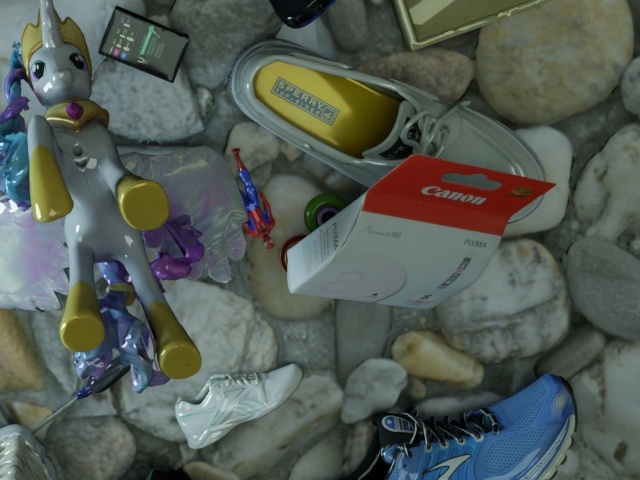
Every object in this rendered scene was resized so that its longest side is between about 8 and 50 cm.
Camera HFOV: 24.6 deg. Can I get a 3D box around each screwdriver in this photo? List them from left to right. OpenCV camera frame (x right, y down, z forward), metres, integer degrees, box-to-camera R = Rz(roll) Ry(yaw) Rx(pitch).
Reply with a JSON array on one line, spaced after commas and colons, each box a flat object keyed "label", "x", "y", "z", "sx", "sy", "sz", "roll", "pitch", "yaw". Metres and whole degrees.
[{"label": "screwdriver", "x": -0.278, "y": 0.178, "z": 1.610, "sx": 0.170, "sy": 0.024, "sz": 0.025, "roll": -33, "pitch": 74, "yaw": 6}]

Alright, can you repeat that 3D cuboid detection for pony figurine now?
[{"label": "pony figurine", "x": -0.210, "y": -0.025, "z": 1.413, "sx": 0.303, "sy": 0.363, "sz": 0.351, "roll": -15, "pitch": 130, "yaw": -9}]

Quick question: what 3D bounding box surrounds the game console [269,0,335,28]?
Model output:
[{"label": "game console", "x": 0.000, "y": -0.397, "z": 1.429, "sx": 0.293, "sy": 0.250, "sz": 0.173, "roll": -42, "pitch": 125, "yaw": 13}]

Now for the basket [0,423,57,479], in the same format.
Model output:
[{"label": "basket", "x": -0.380, "y": 0.423, "z": 1.506, "sx": 0.328, "sy": 0.266, "sz": 0.331, "roll": -26, "pitch": 105, "yaw": -5}]

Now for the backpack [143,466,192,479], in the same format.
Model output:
[{"label": "backpack", "x": -0.148, "y": 0.351, "z": 1.571, "sx": 0.166, "sy": 0.188, "sz": 0.144, "roll": 35, "pitch": 94, "yaw": -13}]

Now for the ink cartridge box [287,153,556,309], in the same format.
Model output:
[{"label": "ink cartridge box", "x": 0.102, "y": 0.000, "z": 1.501, "sx": 0.189, "sy": 0.232, "sz": 0.066, "roll": 9, "pitch": 65, "yaw": -32}]

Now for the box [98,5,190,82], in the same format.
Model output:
[{"label": "box", "x": -0.184, "y": -0.204, "z": 1.522, "sx": 0.083, "sy": 0.062, "sz": 0.052, "roll": 20, "pitch": 98, "yaw": -11}]

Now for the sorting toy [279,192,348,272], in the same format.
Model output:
[{"label": "sorting toy", "x": 0.000, "y": 0.000, "z": 1.598, "sx": 0.061, "sy": 0.042, "sz": 0.102, "roll": 31, "pitch": 95, "yaw": -12}]

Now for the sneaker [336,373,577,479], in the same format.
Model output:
[{"label": "sneaker", "x": 0.134, "y": 0.243, "z": 1.621, "sx": 0.330, "sy": 0.130, "sz": 0.147, "roll": -34, "pitch": 106, "yaw": 0}]

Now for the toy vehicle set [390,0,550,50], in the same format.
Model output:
[{"label": "toy vehicle set", "x": 0.131, "y": -0.354, "z": 1.549, "sx": 0.166, "sy": 0.035, "sz": 0.266, "roll": -19, "pitch": 103, "yaw": -3}]

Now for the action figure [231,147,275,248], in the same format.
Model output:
[{"label": "action figure", "x": -0.078, "y": -0.042, "z": 1.588, "sx": 0.038, "sy": 0.030, "sz": 0.115, "roll": -28, "pitch": 105, "yaw": -7}]

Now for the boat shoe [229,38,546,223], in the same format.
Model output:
[{"label": "boat shoe", "x": 0.083, "y": -0.108, "z": 1.529, "sx": 0.367, "sy": 0.156, "sz": 0.135, "roll": 26, "pitch": 97, "yaw": -11}]

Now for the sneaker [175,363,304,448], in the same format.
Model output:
[{"label": "sneaker", "x": -0.090, "y": 0.171, "z": 1.614, "sx": 0.152, "sy": 0.053, "sz": 0.061, "roll": -29, "pitch": 101, "yaw": -1}]
